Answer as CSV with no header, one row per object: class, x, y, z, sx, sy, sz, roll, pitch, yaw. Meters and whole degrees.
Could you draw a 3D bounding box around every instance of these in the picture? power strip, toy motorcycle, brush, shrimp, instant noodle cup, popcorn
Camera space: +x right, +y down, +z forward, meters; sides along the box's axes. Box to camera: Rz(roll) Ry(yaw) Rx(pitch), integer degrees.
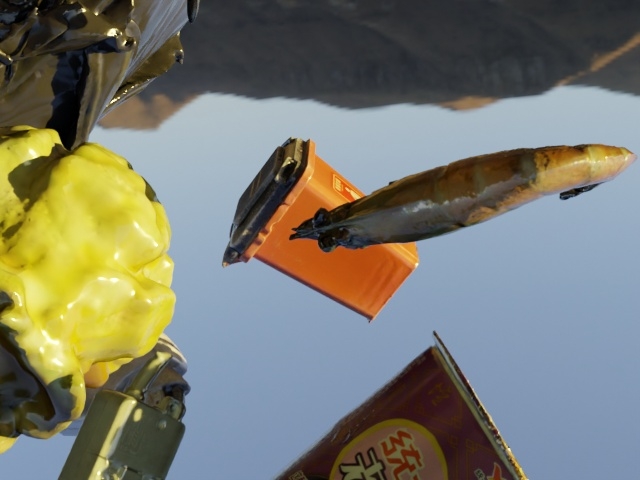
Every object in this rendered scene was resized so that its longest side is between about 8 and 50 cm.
power strip,-0.203,0.241,0.974,0.053,0.288,0.093,6,157,43
toy motorcycle,-0.255,0.156,1.220,0.260,0.110,0.171,-2,-123,31
brush,-0.100,-0.215,0.818,0.008,0.083,0.024,-4,-154,-22
shrimp,0.117,-0.028,0.788,0.262,0.051,0.198,-16,171,32
instant noodle cup,0.095,0.299,1.020,0.266,0.340,0.340,-32,-164,2
popcorn,-0.240,0.037,0.730,0.270,0.224,0.258,-29,-167,-37

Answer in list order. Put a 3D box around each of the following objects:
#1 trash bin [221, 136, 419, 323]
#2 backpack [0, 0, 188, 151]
trash bin,0.000,0.000,1.390,0.238,0.184,0.161,36,-162,-13
backpack,-0.316,-0.167,1.038,0.445,0.255,0.363,-41,-173,9
